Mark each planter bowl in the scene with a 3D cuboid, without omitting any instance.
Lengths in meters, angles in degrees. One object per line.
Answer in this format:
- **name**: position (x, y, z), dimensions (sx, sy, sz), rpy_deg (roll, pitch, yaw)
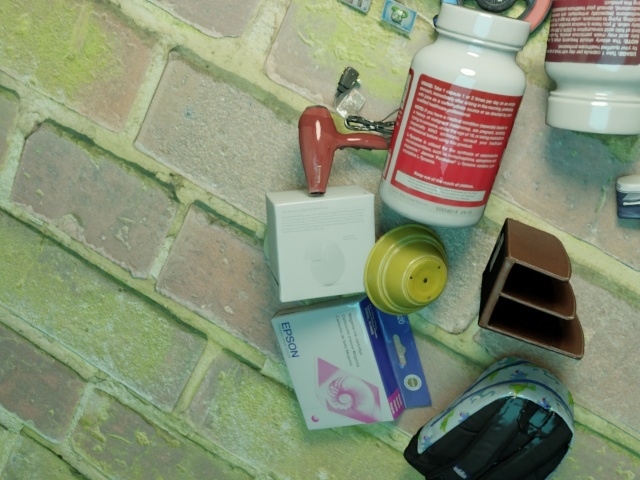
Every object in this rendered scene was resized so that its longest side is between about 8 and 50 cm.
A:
- **planter bowl**: position (0.212, 0.079, 1.449), dimensions (0.217, 0.090, 0.217), rpy_deg (-6, 107, -22)

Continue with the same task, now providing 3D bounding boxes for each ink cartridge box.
- **ink cartridge box**: position (0.077, 0.303, 1.630), dimensions (0.330, 0.071, 0.323), rpy_deg (-14, 101, 21)

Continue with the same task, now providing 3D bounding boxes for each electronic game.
- **electronic game**: position (0.356, -0.506, 1.316), dimensions (0.230, 0.048, 0.229), rpy_deg (4, 107, 15)

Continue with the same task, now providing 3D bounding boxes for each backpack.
- **backpack**: position (0.413, 0.438, 1.492), dimensions (0.290, 0.273, 0.355), rpy_deg (35, 134, 6)

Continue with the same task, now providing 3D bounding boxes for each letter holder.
- **letter holder**: position (0.453, 0.091, 1.329), dimensions (0.215, 0.302, 0.151), rpy_deg (20, 110, 9)

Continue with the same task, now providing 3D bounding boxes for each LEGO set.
- **LEGO set**: position (0.167, -0.538, 1.343), dimensions (0.244, 0.060, 0.182), rpy_deg (30, 138, 12)

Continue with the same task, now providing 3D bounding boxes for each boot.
- **boot**: position (0.707, -0.091, 1.337), dimensions (0.190, 0.069, 0.086), rpy_deg (-1, 119, 20)

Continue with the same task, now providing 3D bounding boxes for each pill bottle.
- **pill bottle**: position (0.538, -0.402, 1.200), dimensions (0.224, 0.224, 0.391), rpy_deg (7, 107, 14)
- **pill bottle**: position (0.270, -0.248, 1.308), dimensions (0.229, 0.229, 0.407), rpy_deg (18, 115, 10)

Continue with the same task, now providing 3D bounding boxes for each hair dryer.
- **hair dryer**: position (0.059, -0.221, 1.410), dimensions (0.224, 0.080, 0.293), rpy_deg (39, 84, 4)

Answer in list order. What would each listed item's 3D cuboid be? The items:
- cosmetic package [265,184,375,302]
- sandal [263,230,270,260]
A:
- **cosmetic package**: position (0.000, 0.000, 1.479), dimensions (0.224, 0.138, 0.224), rpy_deg (-6, 108, -12)
- **sandal**: position (-0.067, -0.025, 1.566), dimensions (0.240, 0.079, 0.088), rpy_deg (-41, 92, 23)
